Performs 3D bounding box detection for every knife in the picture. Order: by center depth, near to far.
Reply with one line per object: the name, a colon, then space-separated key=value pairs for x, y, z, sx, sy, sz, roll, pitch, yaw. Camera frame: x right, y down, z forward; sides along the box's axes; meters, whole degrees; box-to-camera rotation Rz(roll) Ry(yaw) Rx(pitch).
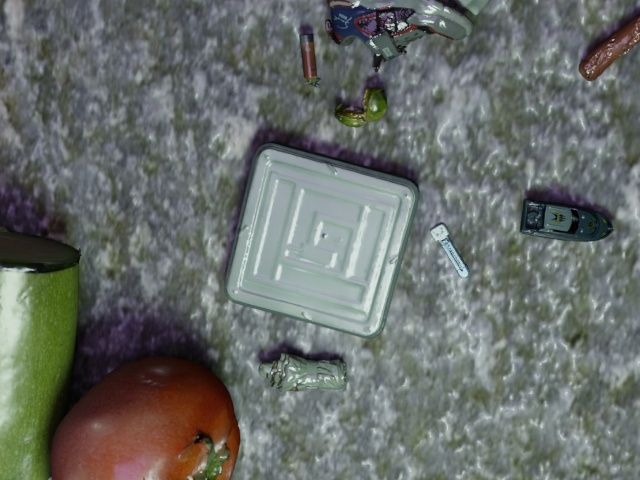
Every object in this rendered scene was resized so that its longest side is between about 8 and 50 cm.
knife: x=0.205 y=0.018 z=1.817 sx=0.027 sy=0.010 sz=0.096 roll=-30 pitch=97 yaw=14

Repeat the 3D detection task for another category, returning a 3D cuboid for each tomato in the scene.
tomato: x=-0.287 y=0.343 z=1.810 sx=0.273 sy=0.341 sz=0.341 roll=20 pitch=106 yaw=18

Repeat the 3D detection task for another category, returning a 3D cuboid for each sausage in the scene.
sausage: x=0.446 y=-0.292 z=1.697 sx=0.158 sy=0.042 sz=0.036 roll=-37 pitch=58 yaw=13

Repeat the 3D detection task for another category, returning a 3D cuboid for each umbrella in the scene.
umbrella: x=-0.029 y=0.216 z=1.874 sx=0.144 sy=0.062 sz=0.067 roll=6 pitch=123 yaw=2

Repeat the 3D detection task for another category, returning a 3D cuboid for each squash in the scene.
squash: x=-0.519 y=0.179 z=1.836 sx=0.263 sy=0.263 sz=0.384 roll=11 pitch=104 yaw=6

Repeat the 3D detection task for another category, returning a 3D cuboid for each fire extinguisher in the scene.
fire extinguisher: x=-0.015 y=-0.275 z=1.776 sx=0.028 sy=0.022 sz=0.083 roll=-11 pitch=103 yaw=-20

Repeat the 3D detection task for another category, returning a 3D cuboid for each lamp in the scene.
lamp: x=0.000 y=0.000 z=1.825 sx=0.267 sy=0.047 sz=0.269 roll=15 pitch=105 yaw=3

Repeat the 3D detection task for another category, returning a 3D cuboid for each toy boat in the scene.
toy boat: x=0.375 y=-0.027 z=1.759 sx=0.141 sy=0.060 sz=0.055 roll=8 pitch=80 yaw=1

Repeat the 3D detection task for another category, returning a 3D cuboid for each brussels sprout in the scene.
brussels sprout: x=0.065 y=-0.201 z=1.774 sx=0.083 sy=0.046 sz=0.051 roll=-26 pitch=102 yaw=23

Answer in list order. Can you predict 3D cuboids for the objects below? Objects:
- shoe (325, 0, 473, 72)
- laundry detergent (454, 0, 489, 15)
shoe: x=0.106 y=-0.308 z=1.706 sx=0.228 sy=0.099 sz=0.125 roll=14 pitch=97 yaw=10
laundry detergent: x=0.154 y=-0.456 z=1.678 sx=0.143 sy=0.094 sz=0.290 roll=-41 pitch=97 yaw=8
